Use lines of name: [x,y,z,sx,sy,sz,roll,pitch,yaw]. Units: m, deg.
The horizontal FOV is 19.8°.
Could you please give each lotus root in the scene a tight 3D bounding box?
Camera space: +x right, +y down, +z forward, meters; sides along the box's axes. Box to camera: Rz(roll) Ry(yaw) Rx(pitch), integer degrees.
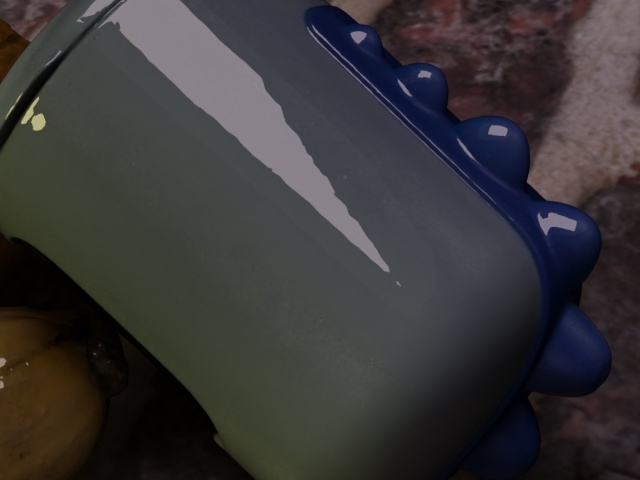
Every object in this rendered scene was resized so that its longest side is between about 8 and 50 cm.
lotus root: [-0.251,0.126,1.074,0.303,0.131,0.146,-19,19,-19]

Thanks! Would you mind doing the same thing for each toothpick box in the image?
toothpick box: [0.000,0.000,1.063,0.355,0.263,0.263,44,55,12]

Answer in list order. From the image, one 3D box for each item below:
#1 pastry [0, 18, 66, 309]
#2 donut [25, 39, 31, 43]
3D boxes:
pastry: [-0.294,-0.039,1.183,0.311,0.162,0.255,10,60,-45]
donut: [-0.232,-0.097,1.394,0.117,0.065,0.166,-12,41,-7]
